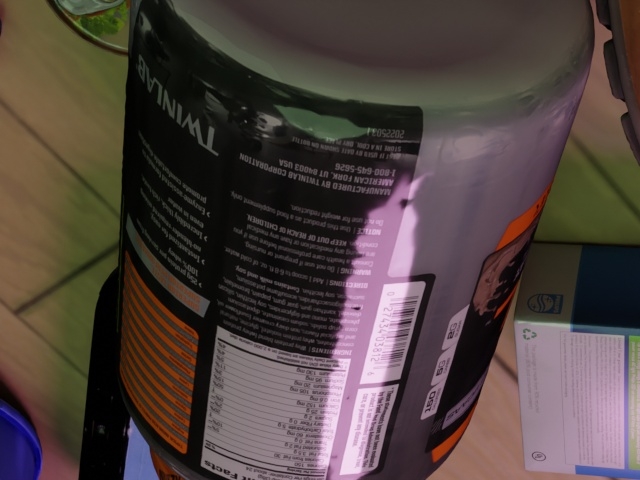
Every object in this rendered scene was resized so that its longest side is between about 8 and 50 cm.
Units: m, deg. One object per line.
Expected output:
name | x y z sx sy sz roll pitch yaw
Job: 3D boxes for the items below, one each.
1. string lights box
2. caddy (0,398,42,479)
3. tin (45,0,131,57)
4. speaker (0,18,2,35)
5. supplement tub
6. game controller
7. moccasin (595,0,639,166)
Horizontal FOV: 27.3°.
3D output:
string lights box | 0.251 0.079 0.783 0.259 0.077 0.133 3 130 16
caddy | -0.356 0.232 1.044 0.241 0.179 0.341 10 136 -23
tin | -0.070 -0.165 0.709 0.189 0.040 0.106 -19 117 29
speaker | -0.261 -0.135 0.782 0.136 0.055 0.055 23 132 -2
supplement tub | 0.000 0.000 0.676 0.207 0.207 0.338 16 134 5
game controller | -0.086 0.139 0.948 0.166 0.067 0.319 17 132 4
moccasin | 0.202 -0.155 0.576 0.147 0.139 0.380 4 121 26
